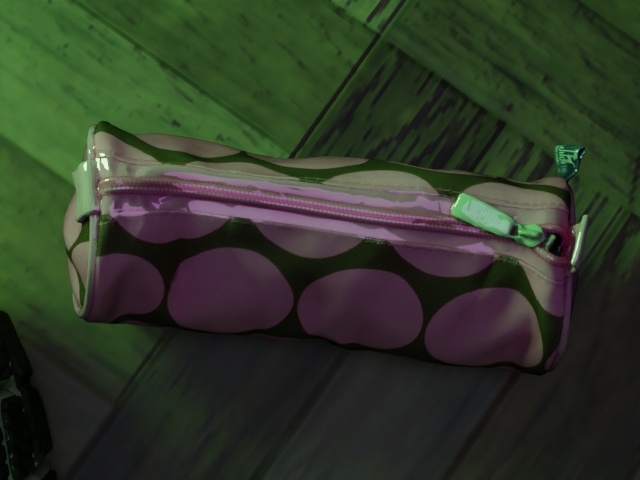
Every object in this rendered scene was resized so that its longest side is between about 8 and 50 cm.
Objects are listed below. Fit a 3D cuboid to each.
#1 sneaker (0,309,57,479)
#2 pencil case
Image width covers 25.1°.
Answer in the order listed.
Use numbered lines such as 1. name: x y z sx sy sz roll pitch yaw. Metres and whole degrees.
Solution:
1. sneaker: -0.170 0.132 0.557 0.118 0.107 0.279 -5 81 5
2. pencil case: 0.000 0.000 0.583 0.209 0.098 0.095 5 83 -3
